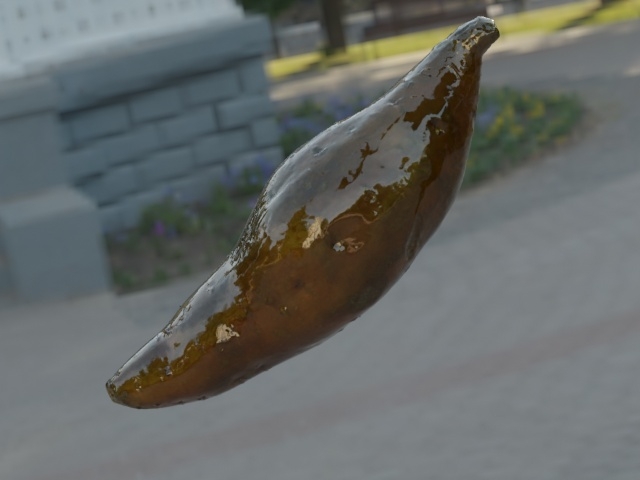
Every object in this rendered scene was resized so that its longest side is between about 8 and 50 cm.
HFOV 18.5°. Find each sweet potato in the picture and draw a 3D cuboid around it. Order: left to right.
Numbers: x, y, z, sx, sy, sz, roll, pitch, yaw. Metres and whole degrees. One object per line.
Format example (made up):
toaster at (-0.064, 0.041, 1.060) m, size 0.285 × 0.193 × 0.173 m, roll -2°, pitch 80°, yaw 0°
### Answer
sweet potato at (0.005, -0.003, 1.302) m, size 0.359 × 0.112 × 0.112 m, roll -51°, pitch 8°, yaw 4°
